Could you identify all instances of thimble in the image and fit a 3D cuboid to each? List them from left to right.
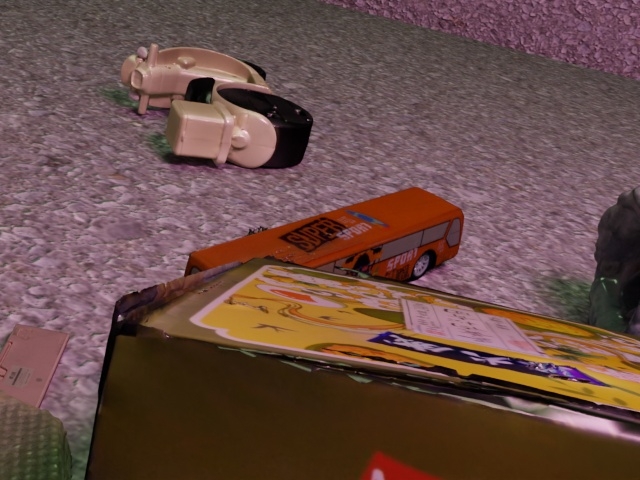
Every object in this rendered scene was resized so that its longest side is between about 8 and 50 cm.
[{"bbox_3d":[0.403,0.047,0.972,0.172,0.204,0.250,12,19,1],"label":"thimble"}]

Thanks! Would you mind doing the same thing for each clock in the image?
[{"bbox_3d":[-0.173,-0.233,1.459,0.276,0.120,0.379,3,25,-29],"label":"clock"}]

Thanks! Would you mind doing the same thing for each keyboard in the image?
[{"bbox_3d":[-0.261,0.123,0.756,0.055,0.017,0.166,12,24,-8],"label":"keyboard"}]

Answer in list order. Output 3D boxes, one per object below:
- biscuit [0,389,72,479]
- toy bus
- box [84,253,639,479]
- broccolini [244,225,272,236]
[{"bbox_3d":[-0.269,0.152,0.605,0.252,0.052,0.150,18,30,28],"label":"biscuit"},{"bbox_3d":[0.021,0.022,1.004,0.093,0.092,0.409,31,32,32],"label":"toy bus"},{"bbox_3d":[0.086,0.119,0.612,0.373,0.138,0.420,13,5,4],"label":"box"},{"bbox_3d":[0.000,0.000,1.114,0.239,0.051,0.054,-7,73,-45],"label":"broccolini"}]
